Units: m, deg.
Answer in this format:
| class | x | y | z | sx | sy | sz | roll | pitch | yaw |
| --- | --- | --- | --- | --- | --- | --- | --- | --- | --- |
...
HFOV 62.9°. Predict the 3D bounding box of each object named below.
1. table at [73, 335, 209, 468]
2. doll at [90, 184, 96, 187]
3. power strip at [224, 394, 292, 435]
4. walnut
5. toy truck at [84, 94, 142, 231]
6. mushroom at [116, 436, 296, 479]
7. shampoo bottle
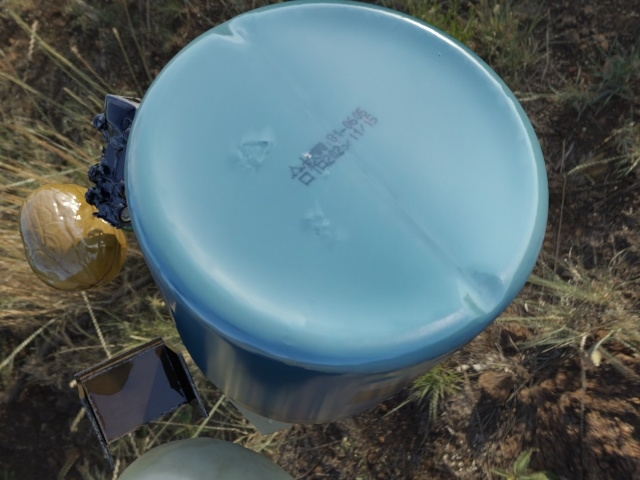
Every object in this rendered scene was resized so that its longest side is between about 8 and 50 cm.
| class | x | y | z | sx | sy | sz | roll | pitch | yaw |
| --- | --- | --- | --- | --- | --- | --- | --- | --- | --- |
| table | -0.463 | 0.394 | 1.333 | 0.250 | 0.282 | 0.197 | -22 | 96 | -26 |
| doll | -0.529 | -0.106 | 1.346 | 0.192 | 0.149 | 0.095 | -32 | 49 | -16 |
| power strip | -0.100 | 0.263 | 0.917 | 0.098 | 0.338 | 0.058 | -23 | 52 | -3 |
| walnut | -0.491 | -0.006 | 1.036 | 0.193 | 0.193 | 0.226 | -32 | 86 | 11 |
| toy truck | -0.330 | -0.129 | 0.930 | 0.101 | 0.125 | 0.243 | 26 | 111 | 27 |
| mushroom | -0.130 | 0.392 | 0.517 | 0.314 | 0.315 | 0.336 | 1 | 35 | 21 |
| shampoo bottle | 0.000 | 0.000 | 0.534 | 0.330 | 0.343 | 0.332 | 2 | 65 | -5 |
